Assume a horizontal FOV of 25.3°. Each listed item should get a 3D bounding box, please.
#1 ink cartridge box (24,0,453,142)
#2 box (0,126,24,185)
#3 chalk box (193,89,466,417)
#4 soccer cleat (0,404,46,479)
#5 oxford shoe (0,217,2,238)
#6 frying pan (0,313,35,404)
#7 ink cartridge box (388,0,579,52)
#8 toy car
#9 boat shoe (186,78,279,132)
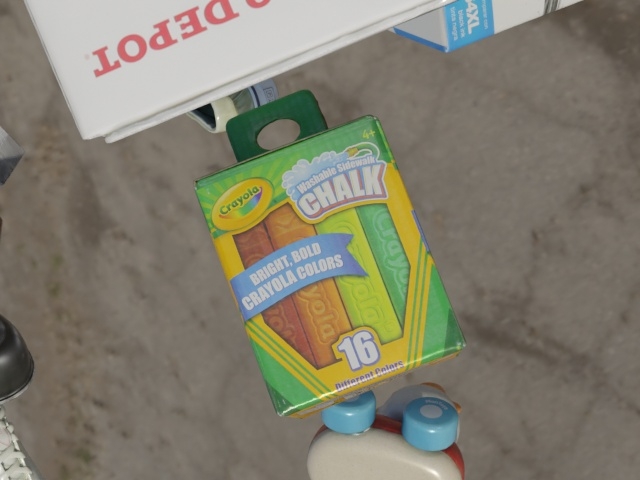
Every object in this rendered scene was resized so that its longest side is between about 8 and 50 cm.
[{"bbox_3d":[-0.082,-0.298,0.943,0.285,0.166,0.395,-20,95,18],"label":"ink cartridge box"},{"bbox_3d":[-0.498,-0.157,1.739,0.231,0.056,0.183,14,155,38],"label":"box"},{"bbox_3d":[0.000,0.000,1.321,0.179,0.180,0.289,62,-174,-82],"label":"chalk box"},{"bbox_3d":[-0.446,0.279,1.888,0.331,0.116,0.143,43,120,-4],"label":"soccer cleat"},{"bbox_3d":[-0.415,-0.026,1.091,0.363,0.133,0.130,22,162,5],"label":"oxford shoe"},{"bbox_3d":[-0.384,0.075,1.437,0.326,0.197,0.053,-113,35,-62],"label":"frying pan"},{"bbox_3d":[0.142,-0.237,1.173,0.148,0.203,0.086,33,139,54],"label":"ink cartridge box"},{"bbox_3d":[0.106,0.266,1.957,0.210,0.238,0.219,10,120,12],"label":"toy car"},{"bbox_3d":[-0.167,-0.222,1.853,0.302,0.094,0.109,34,132,48],"label":"boat shoe"}]
